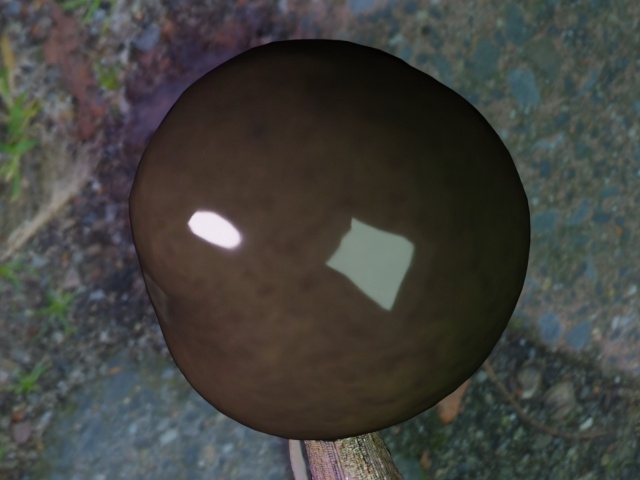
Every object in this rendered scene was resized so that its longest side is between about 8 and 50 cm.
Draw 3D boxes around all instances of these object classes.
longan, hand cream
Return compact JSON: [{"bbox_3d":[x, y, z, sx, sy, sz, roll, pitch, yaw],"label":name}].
[{"bbox_3d":[0.000,0.000,1.147,0.248,0.248,0.248,-14,118,-29],"label":"longan"},{"bbox_3d":[0.020,0.150,1.320,0.084,0.084,0.203,-28,119,-21],"label":"hand cream"}]
